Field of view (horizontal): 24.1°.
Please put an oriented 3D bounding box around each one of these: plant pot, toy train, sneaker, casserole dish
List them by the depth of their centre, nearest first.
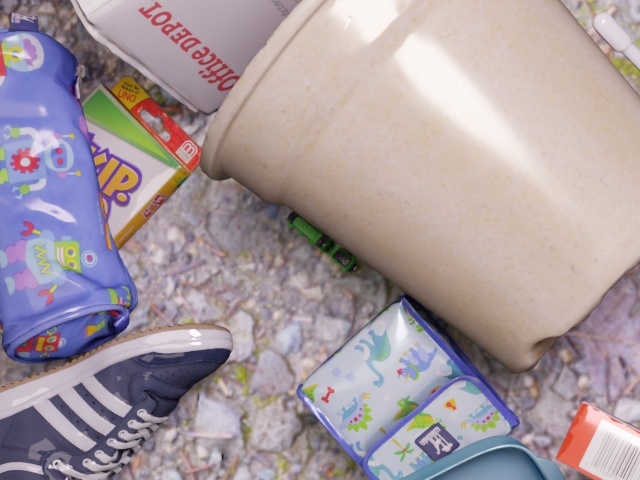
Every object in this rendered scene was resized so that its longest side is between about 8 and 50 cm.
[{"bbox_3d":[0.126,-0.072,1.213,0.305,0.334,0.334,44,93,6],"label":"plant pot"},{"bbox_3d":[0.114,0.227,1.257,0.188,0.037,0.114,-29,118,8],"label":"casserole dish"},{"bbox_3d":[-0.190,0.181,1.342,0.282,0.099,0.153,-22,70,18],"label":"sneaker"},{"bbox_3d":[0.000,0.000,1.363,0.083,0.023,0.017,39,92,18],"label":"toy train"}]

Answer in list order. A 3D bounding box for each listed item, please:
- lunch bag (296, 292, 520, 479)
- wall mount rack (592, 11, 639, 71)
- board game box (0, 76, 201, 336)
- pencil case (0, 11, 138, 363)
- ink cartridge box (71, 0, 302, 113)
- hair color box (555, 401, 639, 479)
[{"bbox_3d":[0.075,0.140,1.284,0.129,0.096,0.151,-41,88,7],"label":"lunch bag"},{"bbox_3d":[0.412,-0.151,1.222,0.304,0.130,0.350,42,92,21],"label":"wall mount rack"},{"bbox_3d":[-0.239,-0.031,1.433,0.259,0.039,0.124,-45,72,1],"label":"board game box"},{"bbox_3d":[-0.254,-0.045,1.359,0.133,0.119,0.306,-14,75,-9],"label":"pencil case"},{"bbox_3d":[-0.018,-0.304,1.287,0.395,0.285,0.166,-31,72,8],"label":"ink cartridge box"},{"bbox_3d":[0.246,0.174,1.186,0.093,0.167,0.053,26,87,18],"label":"hair color box"}]
